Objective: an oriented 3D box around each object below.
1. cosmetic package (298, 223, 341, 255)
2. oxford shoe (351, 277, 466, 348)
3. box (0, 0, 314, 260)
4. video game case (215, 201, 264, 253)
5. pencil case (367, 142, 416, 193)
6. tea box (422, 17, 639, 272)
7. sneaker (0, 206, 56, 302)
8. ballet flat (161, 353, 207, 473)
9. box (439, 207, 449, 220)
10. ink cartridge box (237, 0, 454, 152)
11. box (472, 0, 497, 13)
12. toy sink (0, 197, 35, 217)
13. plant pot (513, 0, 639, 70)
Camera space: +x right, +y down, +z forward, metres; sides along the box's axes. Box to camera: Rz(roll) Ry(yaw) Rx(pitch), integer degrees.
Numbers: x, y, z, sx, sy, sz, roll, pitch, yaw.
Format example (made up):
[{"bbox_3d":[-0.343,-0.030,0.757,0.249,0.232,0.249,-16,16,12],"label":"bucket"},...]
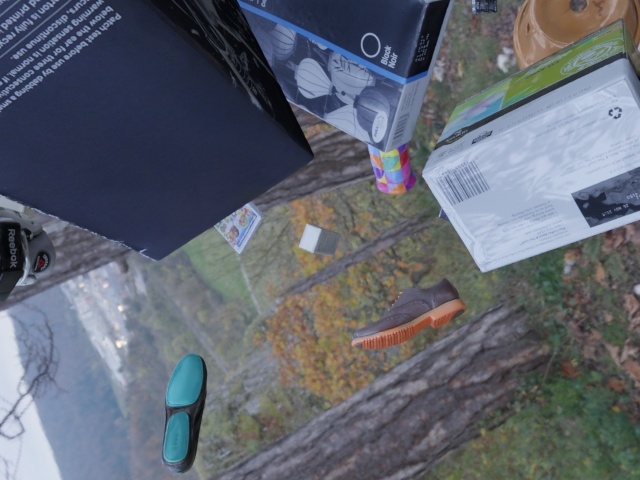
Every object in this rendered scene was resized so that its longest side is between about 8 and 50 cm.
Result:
[{"bbox_3d":[0.000,0.000,1.433,0.041,0.115,0.060,22,93,26],"label":"cosmetic package"},{"bbox_3d":[0.253,0.227,1.888,0.130,0.364,0.132,85,164,-64],"label":"oxford shoe"},{"bbox_3d":[-0.200,-0.203,0.469,0.312,0.179,0.343,35,-153,-61],"label":"box"},{"bbox_3d":[-0.138,-0.050,0.888,0.122,0.011,0.087,47,133,12],"label":"video game case"},{"bbox_3d":[0.160,-0.216,1.411,0.104,0.104,0.236,39,156,39],"label":"pencil case"},{"bbox_3d":[0.393,-0.161,1.047,0.329,0.323,0.220,-24,109,34],"label":"tea box"},{"bbox_3d":[-0.401,0.008,0.745,0.330,0.146,0.122,-146,66,-71],"label":"sneaker"},{"bbox_3d":[-0.313,0.402,1.429,0.096,0.095,0.280,81,-171,-48],"label":"ballet flat"},{"bbox_3d":[0.441,-0.118,1.758,0.158,0.156,0.093,22,141,13],"label":"box"},{"bbox_3d":[-0.027,-0.244,0.687,0.333,0.065,0.165,33,132,25],"label":"ink cartridge box"},{"bbox_3d":[0.438,-0.651,1.655,0.018,0.067,0.083,-157,60,-71],"label":"box"},{"bbox_3d":[-0.730,-0.012,1.355,0.131,0.153,0.234,-170,92,-76],"label":"toy sink"},{"bbox_3d":[0.588,-0.505,1.422,0.291,0.291,0.203,56,-165,15],"label":"plant pot"}]
